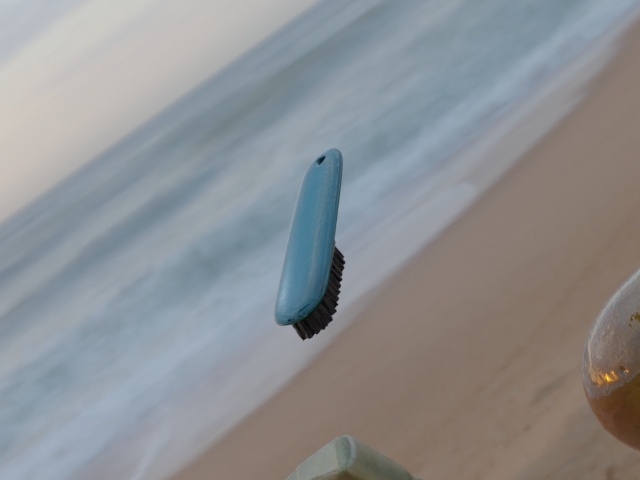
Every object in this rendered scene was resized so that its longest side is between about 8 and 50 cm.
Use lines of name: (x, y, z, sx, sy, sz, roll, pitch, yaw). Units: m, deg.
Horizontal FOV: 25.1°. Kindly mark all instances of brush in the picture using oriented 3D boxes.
brush: (0.000, 0.000, 0.984, 0.043, 0.032, 0.193, -28, 27, 25)

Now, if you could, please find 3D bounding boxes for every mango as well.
mango: (0.244, 0.063, 0.938, 0.138, 0.113, 0.253, -10, -33, -10)

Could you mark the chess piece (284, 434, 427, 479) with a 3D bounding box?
chess piece: (0.057, 0.176, 0.818, 0.090, 0.200, 0.090, -36, 34, 29)
